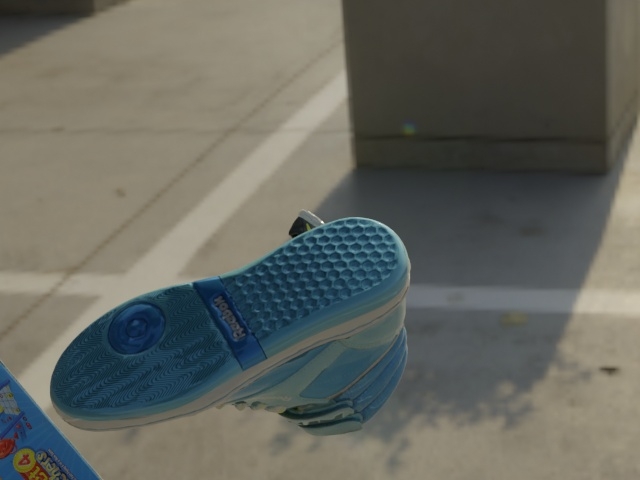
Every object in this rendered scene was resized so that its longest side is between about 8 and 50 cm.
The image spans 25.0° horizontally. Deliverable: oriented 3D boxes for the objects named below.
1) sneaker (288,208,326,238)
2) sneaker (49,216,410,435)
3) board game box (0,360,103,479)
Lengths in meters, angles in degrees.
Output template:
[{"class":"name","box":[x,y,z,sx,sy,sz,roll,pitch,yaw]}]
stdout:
[{"class":"sneaker","box":[0.000,0.000,1.500,0.083,0.031,0.035,33,83,42]},{"class":"sneaker","box":[-0.060,0.122,1.255,0.319,0.208,0.127,-21,51,-4]},{"class":"board game box","box":[-0.407,0.222,1.712,0.086,0.302,0.308,-46,26,-23]}]
